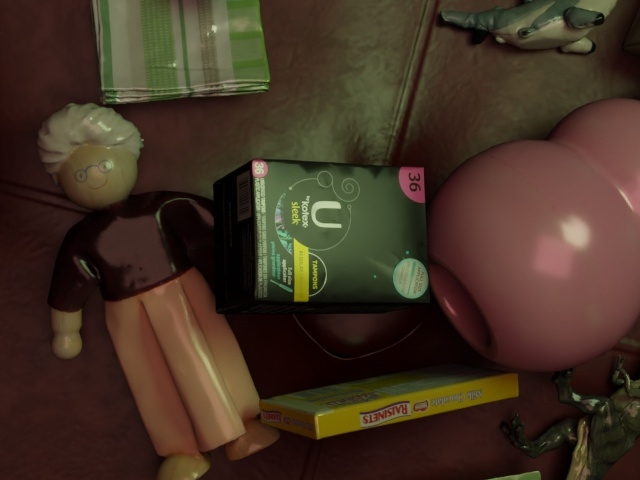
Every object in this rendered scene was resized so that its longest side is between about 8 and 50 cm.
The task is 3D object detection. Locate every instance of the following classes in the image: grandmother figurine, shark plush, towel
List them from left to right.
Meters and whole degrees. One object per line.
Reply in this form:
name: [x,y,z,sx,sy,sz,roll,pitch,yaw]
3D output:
grandmother figurine: [-0.147,0.036,1.253,0.208,0.104,0.342,-26,98,-15]
towel: [-0.125,-0.179,1.262,0.152,0.023,0.113,-6,72,-8]
shark plush: [0.194,-0.209,1.320,0.161,0.073,0.067,-8,73,14]

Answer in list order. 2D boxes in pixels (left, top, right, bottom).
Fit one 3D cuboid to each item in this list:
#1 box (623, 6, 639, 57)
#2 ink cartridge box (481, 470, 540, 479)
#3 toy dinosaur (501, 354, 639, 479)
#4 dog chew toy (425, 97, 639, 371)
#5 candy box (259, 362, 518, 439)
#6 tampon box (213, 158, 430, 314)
box: [0.457,-0.179,1.301,0.311,0.121,0.148,25,90,-7]
ink cartridge box: [0.140,0.343,1.305,0.171,0.056,0.235,-9,105,-6]
toy dinosaur: [0.244,0.176,1.326,0.118,0.064,0.268,33,92,-14]
dog chew toy: [0.254,-0.031,1.253,0.332,0.206,0.206,-33,96,-12]
candy box: [0.061,0.138,1.243,0.206,0.105,0.027,-8,97,-28]
tampon box: [0.000,0.000,1.218,0.161,0.101,0.120,1,81,-23]
